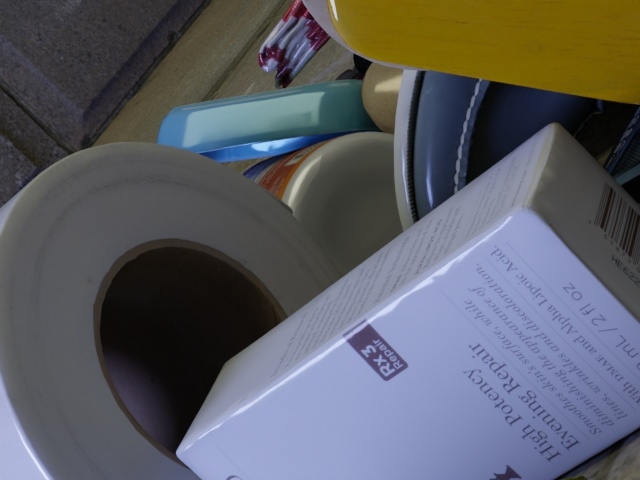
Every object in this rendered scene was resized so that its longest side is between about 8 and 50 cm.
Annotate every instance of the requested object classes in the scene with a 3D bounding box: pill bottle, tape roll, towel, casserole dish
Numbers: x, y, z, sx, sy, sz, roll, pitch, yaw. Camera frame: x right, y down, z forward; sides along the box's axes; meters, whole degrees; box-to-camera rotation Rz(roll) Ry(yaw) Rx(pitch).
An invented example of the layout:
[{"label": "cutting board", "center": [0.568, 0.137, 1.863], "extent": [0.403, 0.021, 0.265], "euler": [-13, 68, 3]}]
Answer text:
[{"label": "pill bottle", "center": [0.000, 0.000, 1.259], "extent": [0.121, 0.121, 0.216], "euler": [-49, 12, -15]}, {"label": "tape roll", "center": [-0.108, 0.092, 1.029], "extent": [0.169, 0.246, 0.246], "euler": [-34, 17, 43]}, {"label": "towel", "center": [0.081, -0.250, 1.335], "extent": [0.329, 0.037, 0.237], "euler": [-47, 5, 15]}, {"label": "casserole dish", "center": [-0.023, -0.077, 1.278], "extent": [0.188, 0.037, 0.114], "euler": [-8, -2, 28]}]

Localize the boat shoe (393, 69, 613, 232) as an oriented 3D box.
[{"label": "boat shoe", "center": [0.136, -0.127, 1.047], "extent": [0.099, 0.116, 0.319], "euler": [22, 90, 43]}]

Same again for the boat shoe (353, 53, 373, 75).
[{"label": "boat shoe", "center": [0.057, -0.160, 1.329], "extent": [0.040, 0.049, 0.142], "euler": [-27, 21, 37]}]

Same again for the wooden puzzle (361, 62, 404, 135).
[{"label": "wooden puzzle", "center": [0.200, -0.223, 1.220], "extent": [0.322, 0.080, 0.348], "euler": [-15, 30, 34]}]

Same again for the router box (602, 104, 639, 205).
[{"label": "router box", "center": [0.193, -0.057, 0.996], "extent": [0.092, 0.038, 0.122], "euler": [-33, 18, 46]}]

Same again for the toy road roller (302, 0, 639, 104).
[{"label": "toy road roller", "center": [0.161, -0.197, 0.871], "extent": [0.202, 0.329, 0.240], "euler": [-69, -15, -63]}]

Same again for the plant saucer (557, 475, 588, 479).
[{"label": "plant saucer", "center": [-0.004, 0.160, 0.770], "extent": [0.188, 0.045, 0.188], "euler": [-4, -25, -48]}]

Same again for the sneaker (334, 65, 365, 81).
[{"label": "sneaker", "center": [0.070, -0.086, 1.346], "extent": [0.252, 0.103, 0.111], "euler": [-39, 12, 30]}]

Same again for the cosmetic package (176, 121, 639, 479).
[{"label": "cosmetic package", "center": [0.056, 0.061, 0.888], "extent": [0.231, 0.117, 0.085], "euler": [-39, 13, 32]}]
